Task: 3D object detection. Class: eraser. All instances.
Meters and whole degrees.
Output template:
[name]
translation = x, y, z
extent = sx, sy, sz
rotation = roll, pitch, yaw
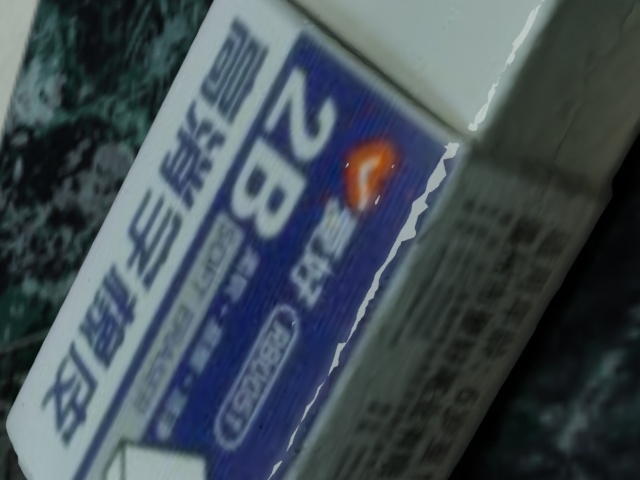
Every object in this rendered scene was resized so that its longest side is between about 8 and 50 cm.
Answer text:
[eraser]
translation = 0.000, 0.000, 0.472
extent = 0.124, 0.068, 0.210
rotation = 46, 114, 47
